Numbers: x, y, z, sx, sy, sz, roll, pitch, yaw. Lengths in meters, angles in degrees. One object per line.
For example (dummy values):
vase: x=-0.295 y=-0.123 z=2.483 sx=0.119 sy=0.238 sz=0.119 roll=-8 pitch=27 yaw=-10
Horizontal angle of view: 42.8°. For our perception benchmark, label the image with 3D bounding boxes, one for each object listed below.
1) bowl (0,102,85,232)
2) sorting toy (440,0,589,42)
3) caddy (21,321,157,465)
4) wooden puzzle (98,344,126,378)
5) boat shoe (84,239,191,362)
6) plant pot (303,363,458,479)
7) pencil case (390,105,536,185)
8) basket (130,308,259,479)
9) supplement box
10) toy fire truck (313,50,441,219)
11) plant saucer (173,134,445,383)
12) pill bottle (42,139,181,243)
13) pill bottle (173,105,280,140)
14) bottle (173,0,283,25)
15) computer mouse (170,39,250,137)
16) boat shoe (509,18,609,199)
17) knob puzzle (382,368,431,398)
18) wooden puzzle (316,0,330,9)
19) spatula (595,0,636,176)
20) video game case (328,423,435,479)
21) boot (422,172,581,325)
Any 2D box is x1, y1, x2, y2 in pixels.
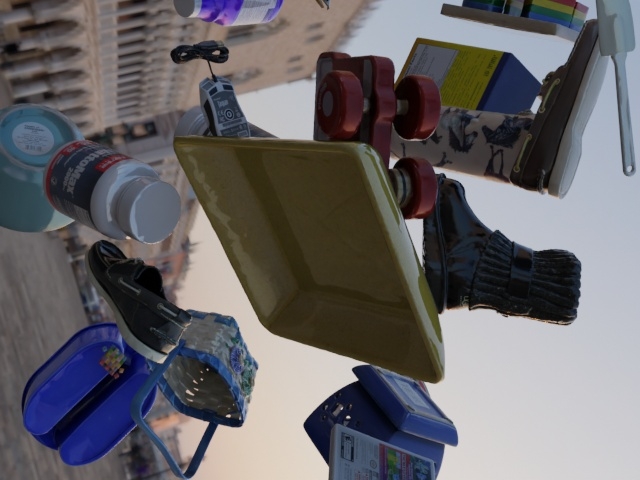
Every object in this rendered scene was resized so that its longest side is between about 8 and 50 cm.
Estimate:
bowl: x=-0.661 y=-0.190 z=1.877 sx=0.163 sy=0.311 sz=0.312 roll=-48 pitch=-122 yaw=51
sorting toy: x=0.428 y=-0.485 z=1.728 sx=0.257 sy=0.255 sz=0.089 roll=21 pitch=-73 yaw=30
caddy: x=-0.530 y=0.351 z=1.893 sx=0.241 sy=0.341 sz=0.179 roll=48 pitch=-7 yaw=-17
wooden puzzle: x=-0.445 y=0.257 z=1.753 sx=0.006 sy=0.049 sz=0.083 roll=14 pitch=-32 yaw=42
boat shoe: x=-0.234 y=0.060 z=1.051 sx=0.084 sy=0.079 sz=0.233 roll=29 pitch=10 yaw=-44
plant pot: x=0.140 y=0.412 z=1.758 sx=0.212 sy=0.236 sz=0.236 roll=-56 pitch=-140 yaw=11
pencil case: x=0.342 y=-0.250 z=1.970 sx=0.410 sy=0.160 sz=0.184 roll=15 pitch=-89 yaw=28
basket: x=-0.255 y=0.296 z=1.640 sx=0.201 sy=0.289 sz=0.255 roll=9 pitch=-40 yaw=28
supplement box: x=0.409 y=-0.429 z=2.330 sx=0.356 sy=0.195 sz=0.194 roll=26 pitch=-92 yaw=45
toy fire truck: x=0.055 y=-0.150 z=1.308 sx=0.254 sy=0.169 sz=0.302 roll=-156 pitch=-115 yaw=-65
plant saucer: x=0.000 y=0.000 z=1.020 sx=0.332 sy=0.081 sz=0.333 roll=10 pitch=-48 yaw=45
pill bottle: x=-0.268 y=-0.061 z=1.063 sx=0.180 sy=0.108 sz=0.108 roll=21 pitch=-48 yaw=37
pill bottle: x=-0.181 y=-0.183 z=1.800 sx=0.283 sy=0.161 sz=0.161 roll=30 pitch=-39 yaw=30
bottle: x=-0.201 y=-0.535 z=1.810 sx=0.092 sy=0.283 sz=0.118 roll=44 pitch=-52 yaw=19
computer mouse: x=-0.176 y=-0.236 z=1.364 sx=0.042 sy=0.106 sz=0.193 roll=-11 pitch=-81 yaw=48
boat shoe: x=0.416 y=-0.234 z=1.399 sx=0.096 sy=0.116 sz=0.324 roll=17 pitch=-93 yaw=28
knob puzzle: x=0.244 y=0.420 z=2.243 sx=0.030 sy=0.213 sz=0.213 roll=-39 pitch=-116 yaw=40
wooden puzzle: x=-0.001 y=-0.442 z=1.413 sx=0.078 sy=0.014 sz=0.116 roll=46 pitch=30 yaw=-39
spatula: x=0.442 y=-0.211 z=1.037 sx=0.019 sy=0.168 sz=0.242 roll=-129 pitch=-152 yaw=-78
video game case: x=0.095 y=0.391 z=1.248 sx=0.023 sy=0.183 sz=0.201 roll=-59 pitch=-165 yaw=32
boot: x=0.309 y=0.012 z=1.436 sx=0.348 sy=0.260 sz=0.131 roll=-83 pitch=171 yaw=-46
